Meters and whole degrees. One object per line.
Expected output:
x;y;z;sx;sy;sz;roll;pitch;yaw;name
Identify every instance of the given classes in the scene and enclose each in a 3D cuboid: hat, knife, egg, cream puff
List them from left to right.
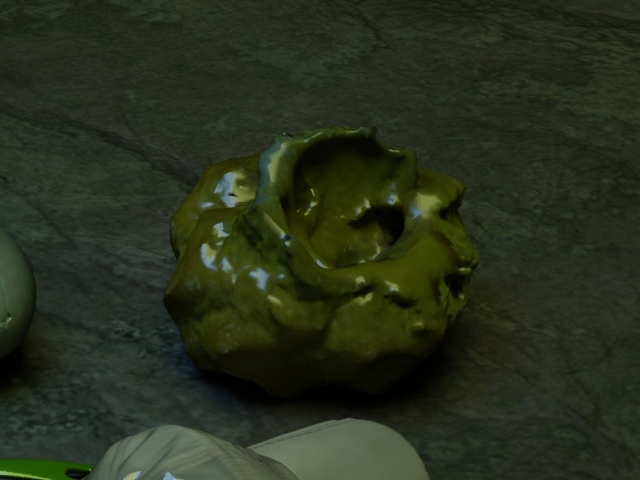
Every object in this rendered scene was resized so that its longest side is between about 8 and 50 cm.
-0.285;0.040;1.351;0.114;0.114;0.152;-9;32;-21;egg
-0.238;0.172;1.221;0.166;0.022;0.078;-1;35;-6;knife
-0.035;0.171;1.136;0.226;0.164;0.219;-36;46;-19;hat
0.002;0.000;1.390;0.282;0.185;0.282;0;28;0;cream puff
